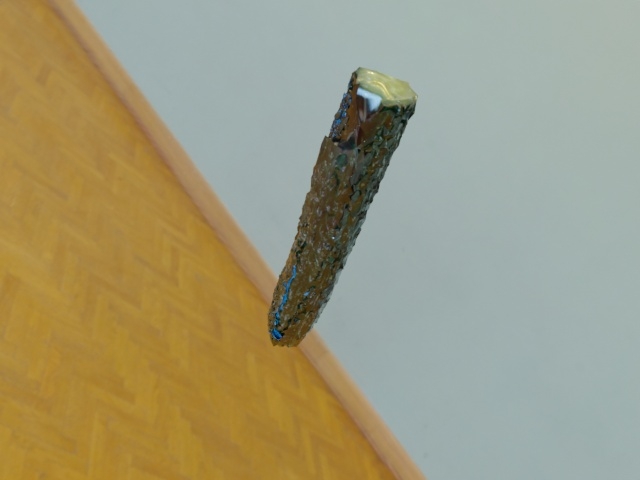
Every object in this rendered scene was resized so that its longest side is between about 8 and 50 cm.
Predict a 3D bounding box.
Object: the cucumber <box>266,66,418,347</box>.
[{"bbox_3d":[0.001,0.000,0.465,0.043,0.257,0.044,26,44,4],"label":"cucumber"}]
